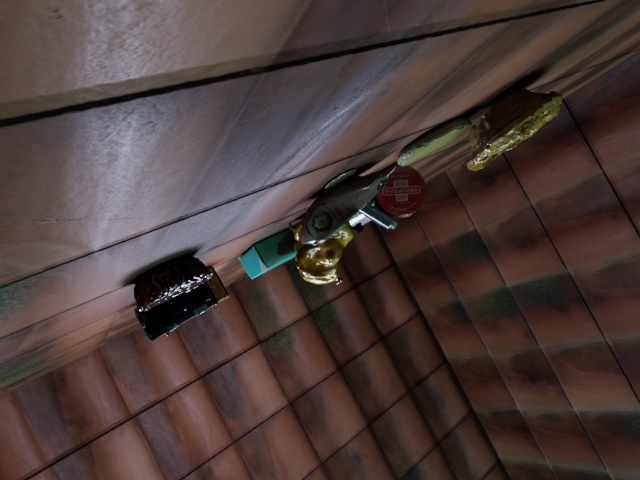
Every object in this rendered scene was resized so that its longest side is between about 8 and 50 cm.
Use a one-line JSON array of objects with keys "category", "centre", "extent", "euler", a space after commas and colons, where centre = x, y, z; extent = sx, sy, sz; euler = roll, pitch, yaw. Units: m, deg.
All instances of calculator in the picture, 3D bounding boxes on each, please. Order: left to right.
[{"category": "calculator", "centre": [0.170, -0.110, 1.711], "extent": [0.045, 0.245, 0.141], "euler": [-60, -168, 3]}]

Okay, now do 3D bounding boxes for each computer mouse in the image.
[{"category": "computer mouse", "centre": [0.070, -0.128, 1.475], "extent": [0.389, 0.115, 0.199], "euler": [-40, -170, 14]}]

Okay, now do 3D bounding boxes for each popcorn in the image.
[{"category": "popcorn", "centre": [0.000, 0.000, 1.829], "extent": [0.297, 0.280, 0.316], "euler": [133, -21, -65]}]

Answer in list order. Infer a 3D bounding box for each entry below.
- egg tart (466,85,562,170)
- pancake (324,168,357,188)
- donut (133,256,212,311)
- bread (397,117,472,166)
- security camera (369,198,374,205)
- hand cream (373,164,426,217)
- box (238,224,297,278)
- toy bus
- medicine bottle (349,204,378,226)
[{"category": "egg tart", "centre": [0.581, -0.362, 1.463], "extent": [0.351, 0.150, 0.352], "euler": [-36, 172, -6]}, {"category": "pancake", "centre": [0.060, -0.180, 1.378], "extent": [0.114, 0.011, 0.115], "euler": [-28, 177, -2]}, {"category": "donut", "centre": [-0.432, 0.120, 1.357], "extent": [0.234, 0.089, 0.235], "euler": [-27, 177, -2]}, {"category": "bread", "centre": [0.360, -0.315, 1.498], "extent": [0.266, 0.041, 0.267], "euler": [-28, 176, -2]}, {"category": "security camera", "centre": [0.173, -0.167, 1.837], "extent": [0.058, 0.092, 0.058], "euler": [-29, 178, -1]}, {"category": "hand cream", "centre": [0.288, -0.179, 1.729], "extent": [0.193, 0.193, 0.125], "euler": [-28, 179, 5]}, {"category": "box", "centre": [-0.169, 0.038, 2.017], "extent": [0.311, 0.118, 0.205], "euler": [-26, 175, -33]}, {"category": "toy bus", "centre": [-0.539, 0.244, 1.842], "extent": [0.323, 0.162, 0.194], "euler": [-30, 179, 13]}, {"category": "medicine bottle", "centre": [0.141, -0.116, 2.038], "extent": [0.249, 0.134, 0.133], "euler": [-32, 175, 39]}]
